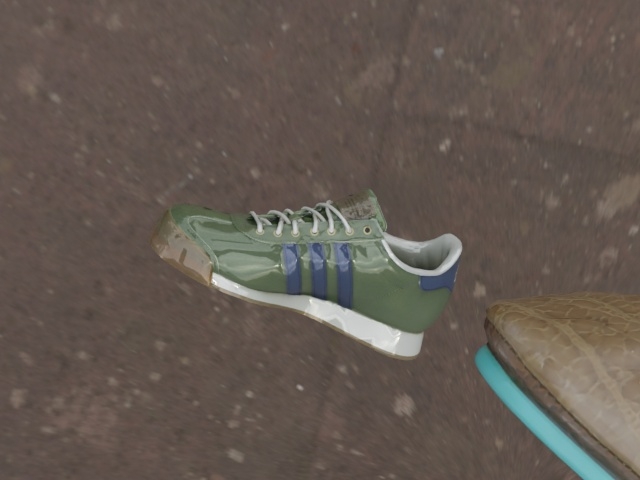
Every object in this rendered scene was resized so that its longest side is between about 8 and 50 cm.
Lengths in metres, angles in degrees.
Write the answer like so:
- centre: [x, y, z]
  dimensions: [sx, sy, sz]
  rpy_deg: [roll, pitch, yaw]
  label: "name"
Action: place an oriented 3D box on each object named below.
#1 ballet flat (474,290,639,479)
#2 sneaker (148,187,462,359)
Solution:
- centre: [0.207, 0.106, 0.489]
  dimensions: [0.342, 0.116, 0.124]
  rpy_deg: [44, 103, -8]
  label: "ballet flat"
- centre: [0.000, 0.000, 0.873]
  dimensions: [0.192, 0.064, 0.086]
  rpy_deg: [23, 111, -25]
  label: "sneaker"
